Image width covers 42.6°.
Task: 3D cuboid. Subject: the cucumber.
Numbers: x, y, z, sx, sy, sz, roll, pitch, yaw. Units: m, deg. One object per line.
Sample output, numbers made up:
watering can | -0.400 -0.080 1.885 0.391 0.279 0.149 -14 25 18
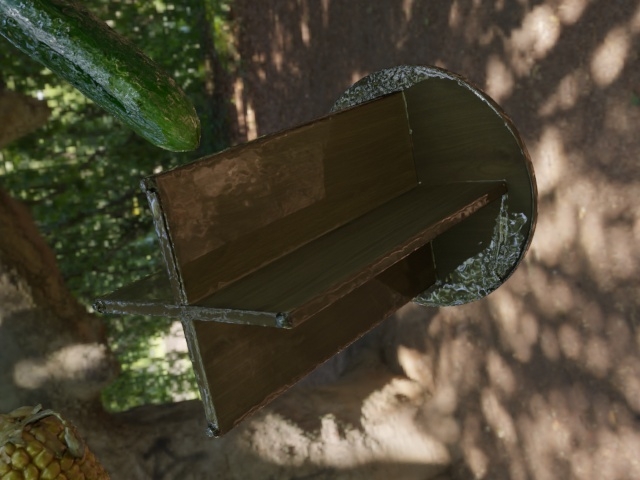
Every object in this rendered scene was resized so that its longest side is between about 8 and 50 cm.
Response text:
cucumber | -0.119 -0.094 0.388 0.155 0.037 0.037 36 160 1

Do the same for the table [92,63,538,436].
table | 0.000 0.000 0.467 0.167 0.227 0.167 16 118 33

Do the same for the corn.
corn | -0.195 0.262 0.692 0.293 0.106 0.106 66 173 -24
